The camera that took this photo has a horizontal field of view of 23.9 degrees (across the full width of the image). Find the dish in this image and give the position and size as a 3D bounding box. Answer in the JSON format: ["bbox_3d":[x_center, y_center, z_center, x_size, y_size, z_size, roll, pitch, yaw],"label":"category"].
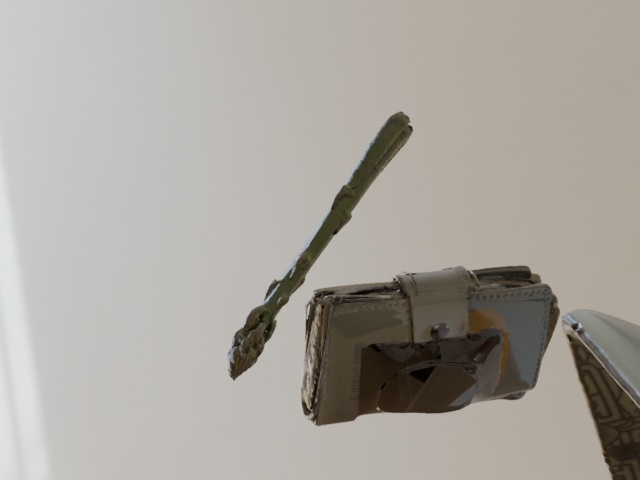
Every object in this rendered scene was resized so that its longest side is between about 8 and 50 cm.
[{"bbox_3d":[0.222,0.149,0.784,0.182,0.080,0.243,55,-9,51],"label":"dish"}]

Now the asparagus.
[{"bbox_3d":[0.000,0.000,0.912,0.022,0.233,0.023,42,-37,-10],"label":"asparagus"}]

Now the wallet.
[{"bbox_3d":[0.099,0.100,1.398,0.069,0.231,0.170,-114,-156,-47],"label":"wallet"}]
